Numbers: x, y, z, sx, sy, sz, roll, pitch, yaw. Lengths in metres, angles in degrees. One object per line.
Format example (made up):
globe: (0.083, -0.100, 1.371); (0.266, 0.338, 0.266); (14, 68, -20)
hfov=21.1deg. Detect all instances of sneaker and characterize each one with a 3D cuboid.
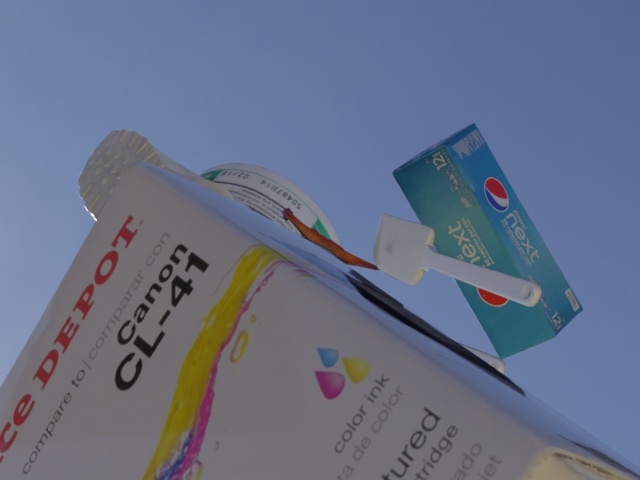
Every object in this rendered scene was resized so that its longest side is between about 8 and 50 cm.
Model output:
sneaker: (-0.135, -0.028, 1.588); (0.095, 0.235, 0.090); (29, -87, -48)

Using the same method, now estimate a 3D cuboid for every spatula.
spatula: (0.080, 0.078, 1.275); (0.019, 0.242, 0.168); (18, -88, -28)

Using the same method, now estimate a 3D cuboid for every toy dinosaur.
toy dinosaur: (0.000, 0.000, 1.599); (0.090, 0.047, 0.082); (-20, -65, 13)

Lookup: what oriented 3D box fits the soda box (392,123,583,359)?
soda box: (0.159, 0.001, 1.632); (0.071, 0.067, 0.210); (-27, -85, 39)

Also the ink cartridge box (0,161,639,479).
ink cartridge box: (-0.019, 0.128, 0.673); (0.131, 0.306, 0.226); (29, -88, -38)

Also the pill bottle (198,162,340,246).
pill bottle: (-0.139, 0.095, 1.780); (0.204, 0.361, 0.204); (16, -49, 20)
